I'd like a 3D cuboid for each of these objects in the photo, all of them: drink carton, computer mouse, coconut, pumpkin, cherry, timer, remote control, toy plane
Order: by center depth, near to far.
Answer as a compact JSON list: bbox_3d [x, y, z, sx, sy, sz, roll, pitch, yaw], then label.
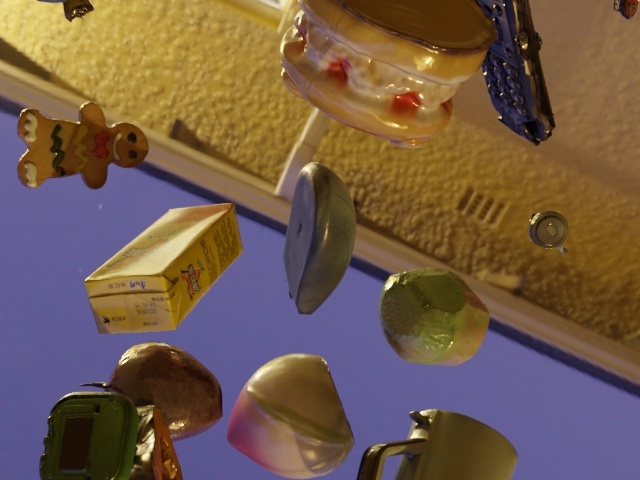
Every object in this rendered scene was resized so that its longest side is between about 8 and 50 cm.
[{"bbox_3d":[-0.312,0.273,1.129,0.128,0.047,0.140,-2,-115,13],"label":"timer"},{"bbox_3d":[0.283,-0.317,1.277,0.062,0.399,0.144,-35,-136,-7],"label":"remote control"},{"bbox_3d":[-0.300,0.377,1.327,0.139,0.222,0.317,-22,-157,-1],"label":"pumpkin"},{"bbox_3d":[-0.271,0.043,1.537,0.154,0.111,0.351,-5,-161,17],"label":"drink carton"},{"bbox_3d":[0.591,-0.477,1.587,0.060,0.145,0.037,0,-157,3],"label":"toy plane"},{"bbox_3d":[-0.311,0.290,1.602,0.266,0.184,0.213,18,-156,-6],"label":"cherry"},{"bbox_3d":[0.236,0.158,1.738,0.235,0.205,0.236,1,176,0],"label":"coconut"},{"bbox_3d":[0.000,0.000,1.755,0.121,0.371,0.188,1,-135,-17],"label":"computer mouse"}]

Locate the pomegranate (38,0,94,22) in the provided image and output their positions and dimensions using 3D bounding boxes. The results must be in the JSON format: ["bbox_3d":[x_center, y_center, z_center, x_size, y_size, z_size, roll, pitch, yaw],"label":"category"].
[{"bbox_3d":[-0.416,-0.426,1.288,0.122,0.143,0.169,18,-125,-66],"label":"pomegranate"}]

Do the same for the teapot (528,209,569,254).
[{"bbox_3d":[0.397,-0.015,1.462,0.088,0.066,0.057,48,-174,-14],"label":"teapot"}]

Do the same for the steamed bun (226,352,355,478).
[{"bbox_3d":[-0.084,0.429,1.995,0.309,0.309,0.309,19,-151,-11],"label":"steamed bun"}]

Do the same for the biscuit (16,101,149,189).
[{"bbox_3d":[-0.421,-0.168,1.504,0.240,0.158,0.035,-8,-169,-31],"label":"biscuit"}]

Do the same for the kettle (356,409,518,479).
[{"bbox_3d":[0.222,0.560,1.805,0.361,0.250,0.377,46,-126,-25],"label":"kettle"}]

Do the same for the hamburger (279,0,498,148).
[{"bbox_3d":[0.079,-0.257,1.129,0.260,0.186,0.303,20,-142,-7],"label":"hamburger"}]
